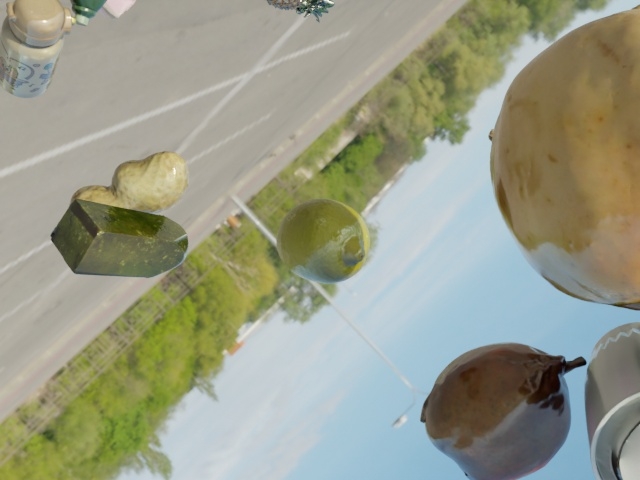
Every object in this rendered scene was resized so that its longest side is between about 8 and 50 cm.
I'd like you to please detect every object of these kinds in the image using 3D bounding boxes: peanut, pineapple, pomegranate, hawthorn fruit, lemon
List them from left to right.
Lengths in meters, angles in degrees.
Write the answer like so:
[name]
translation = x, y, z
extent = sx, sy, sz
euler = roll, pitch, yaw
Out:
[peanut]
translation = -0.320, -0.075, 1.241
extent = 0.227, 0.104, 0.086
euler = -27, -172, 12
[pineapple]
translation = -0.055, -0.568, 1.691
extent = 0.221, 0.083, 0.103
euler = -4, 106, -53
[lemon]
translation = 0.000, 0.000, 1.569
extent = 0.248, 0.184, 0.184
euler = 7, -135, 47
[hawthorn fruit]
translation = 0.388, 0.367, 1.596
extent = 0.308, 0.308, 0.325
euler = -46, 178, -31
[pomegranate]
translation = 0.407, -0.110, 0.921
extent = 0.411, 0.411, 0.411
euler = -44, -176, 4

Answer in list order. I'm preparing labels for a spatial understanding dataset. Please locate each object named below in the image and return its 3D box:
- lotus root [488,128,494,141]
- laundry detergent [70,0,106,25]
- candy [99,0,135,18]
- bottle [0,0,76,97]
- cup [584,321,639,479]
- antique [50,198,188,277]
[lotus root]
translation = 0.408, -0.220, 1.617
extent = 0.030, 0.083, 0.037
euler = 77, 31, -43
[laundry detergent]
translation = -0.386, -0.469, 1.241
extent = 0.137, 0.063, 0.211
euler = 10, 96, -65
[candy]
translation = -0.521, -0.643, 1.680
extent = 0.156, 0.265, 0.115
euler = -53, -146, -6
[bottle]
translation = -0.464, -0.322, 1.209
extent = 0.110, 0.097, 0.209
euler = -6, 165, -32
[cup]
translation = 0.607, 0.306, 1.332
extent = 0.253, 0.253, 0.371
euler = -43, -179, 22
[antique]
translation = -0.295, 0.003, 1.149
extent = 0.081, 0.080, 0.220
euler = -51, 152, 17
